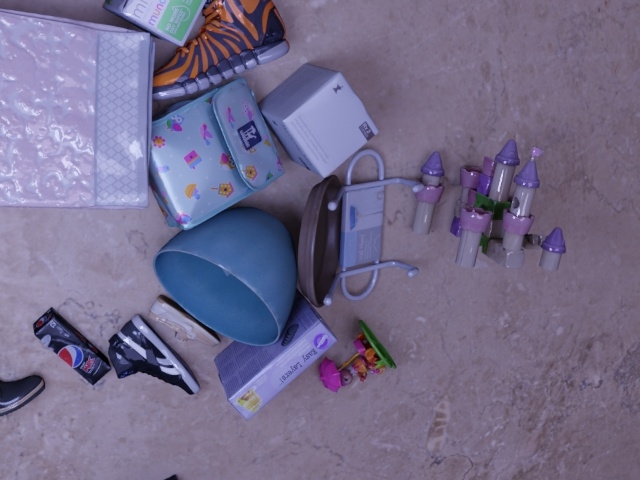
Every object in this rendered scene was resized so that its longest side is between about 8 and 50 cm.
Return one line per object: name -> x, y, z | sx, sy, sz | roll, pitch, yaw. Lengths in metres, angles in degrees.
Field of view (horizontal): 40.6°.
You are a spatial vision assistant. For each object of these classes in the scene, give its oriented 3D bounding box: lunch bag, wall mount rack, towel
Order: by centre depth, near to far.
towel -> -0.447, -0.217, 1.490 | 0.317, 0.053, 0.331 | 1, 90, -22
lunch bag -> -0.215, -0.173, 1.685 | 0.262, 0.160, 0.223 | -28, 104, -17
wall mount rack -> 0.090, -0.010, 1.853 | 0.304, 0.130, 0.350 | -13, 112, -40

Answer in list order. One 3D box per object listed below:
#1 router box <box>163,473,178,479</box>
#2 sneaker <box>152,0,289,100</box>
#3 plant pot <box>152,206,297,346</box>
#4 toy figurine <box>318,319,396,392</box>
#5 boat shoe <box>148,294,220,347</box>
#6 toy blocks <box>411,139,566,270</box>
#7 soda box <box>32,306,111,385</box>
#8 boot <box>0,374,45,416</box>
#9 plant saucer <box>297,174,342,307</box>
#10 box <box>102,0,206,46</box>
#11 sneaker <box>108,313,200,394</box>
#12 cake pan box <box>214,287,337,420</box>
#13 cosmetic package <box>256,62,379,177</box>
router box -> -0.367, 0.638, 1.793 | 0.243, 0.309, 0.081 | -23, 110, -15
sneaker -> -0.224, -0.391, 1.650 | 0.321, 0.124, 0.180 | -29, 112, -24
plant pot -> -0.160, 0.047, 1.739 | 0.290, 0.290, 0.195 | 51, 56, -27
toy figurine -> 0.074, 0.289, 2.002 | 0.159, 0.130, 0.173 | -35, 142, 5
boat shoe -> -0.289, 0.181, 1.826 | 0.170, 0.063, 0.059 | 38, 95, -21
toy blocks -> 0.396, -0.101, 1.898 | 0.309, 0.288, 0.260 | 3, 107, -21
soda box -> -0.499, 0.214, 1.743 | 0.053, 0.060, 0.169 | -43, 118, -5
boot -> -0.656, 0.277, 1.693 | 0.198, 0.077, 0.137 | -24, 109, -16
plant saucer -> 0.000, 0.000, 1.800 | 0.041, 0.278, 0.278 | 7, 106, 11
box -> -0.261, -0.494, 1.526 | 0.127, 0.231, 0.262 | 26, 94, -27
sneaker -> -0.360, 0.267, 1.816 | 0.121, 0.079, 0.217 | -39, 109, -4
cake pan box -> -0.101, 0.226, 1.803 | 0.246, 0.267, 0.070 | -40, 108, -4
cosmetic package -> -0.011, -0.244, 1.737 | 0.151, 0.184, 0.151 | -41, 117, -7
